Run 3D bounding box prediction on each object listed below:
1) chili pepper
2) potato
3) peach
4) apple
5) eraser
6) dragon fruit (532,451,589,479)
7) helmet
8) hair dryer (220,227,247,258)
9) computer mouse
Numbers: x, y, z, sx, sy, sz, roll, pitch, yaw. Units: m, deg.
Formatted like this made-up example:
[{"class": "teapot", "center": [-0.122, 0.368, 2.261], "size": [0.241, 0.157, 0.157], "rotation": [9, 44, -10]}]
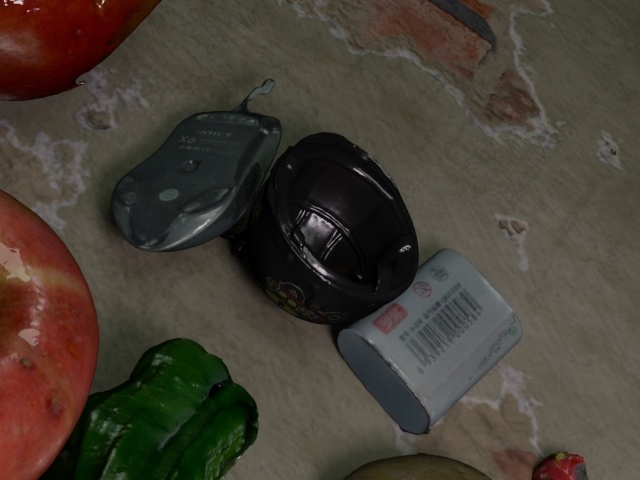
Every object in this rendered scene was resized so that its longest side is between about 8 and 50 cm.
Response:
[{"class": "chili pepper", "center": [-0.220, 0.262, 1.181], "size": [0.167, 0.213, 0.385], "rotation": [26, 47, 15]}, {"class": "potato", "center": [0.124, 0.343, 1.336], "size": [0.235, 0.160, 0.178], "rotation": [23, 28, 0]}, {"class": "peach", "center": [-0.379, -0.360, 1.401], "size": [0.416, 0.339, 0.353], "rotation": [-29, 76, -32]}, {"class": "apple", "center": [-0.407, 0.114, 1.101], "size": [0.364, 0.364, 0.364], "rotation": [13, 56, -19]}, {"class": "eraser", "center": [0.152, 0.133, 1.523], "size": [0.174, 0.081, 0.227], "rotation": [50, 51, 4]}, {"class": "dragon fruit", "center": [0.322, 0.319, 1.506], "size": [0.060, 0.056, 0.083], "rotation": [6, 60, -25]}, {"class": "helmet", "center": [0.000, 0.000, 1.478], "size": [0.230, 0.160, 0.279], "rotation": [32, 36, -17]}, {"class": "hair dryer", "center": [-0.120, -0.016, 1.517], "size": [0.083, 0.031, 0.079], "rotation": [28, 41, 2]}, {"class": "computer mouse", "center": [-0.139, -0.096, 1.498], "size": [0.167, 0.090, 0.379], "rotation": [11, 44, 23]}]
